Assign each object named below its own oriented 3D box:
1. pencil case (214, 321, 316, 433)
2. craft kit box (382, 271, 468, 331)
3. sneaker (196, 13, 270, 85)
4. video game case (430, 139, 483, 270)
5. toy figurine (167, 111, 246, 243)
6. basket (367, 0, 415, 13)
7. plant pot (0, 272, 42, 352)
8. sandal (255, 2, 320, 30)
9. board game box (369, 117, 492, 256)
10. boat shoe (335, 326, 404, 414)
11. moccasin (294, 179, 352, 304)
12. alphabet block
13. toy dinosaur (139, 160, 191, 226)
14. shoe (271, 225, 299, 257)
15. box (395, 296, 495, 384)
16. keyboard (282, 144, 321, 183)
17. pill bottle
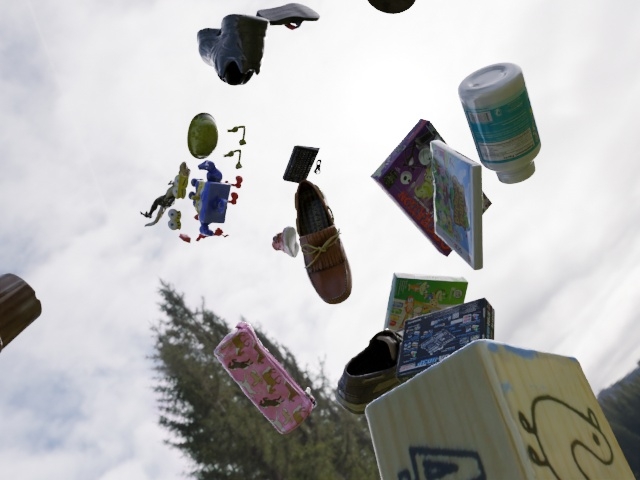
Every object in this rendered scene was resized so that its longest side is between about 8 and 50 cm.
[{"bbox_3d":[-0.188,0.456,1.934,0.167,0.386,0.160,-42,-5,-17],"label":"pencil case"},{"bbox_3d":[0.342,0.234,1.908,0.247,0.061,0.249,3,-72,-12],"label":"craft kit box"},{"bbox_3d":[-0.197,-0.392,1.235,0.109,0.286,0.130,-1,-83,-25],"label":"sneaker"},{"bbox_3d":[0.268,-0.074,1.144,0.023,0.193,0.212,-12,-65,-8],"label":"video game case"},{"bbox_3d":[-0.265,-0.138,1.532,0.191,0.217,0.362,7,-75,-31],"label":"toy figurine"},{"bbox_3d":[0.184,-0.641,1.330,0.154,0.205,0.226,79,-153,-53],"label":"basket"},{"bbox_3d":[-0.696,0.160,1.215,0.165,0.167,0.166,-52,-18,-51],"label":"plant pot"},{"bbox_3d":[-0.077,-0.508,1.324,0.179,0.067,0.040,-24,-29,-38],"label":"sandal"},{"bbox_3d":[0.307,-0.134,1.556,0.208,0.056,0.347,-48,-58,0],"label":"board game box"},{"bbox_3d":[0.183,0.301,1.477,0.355,0.132,0.130,-32,-42,-38],"label":"boat shoe"},{"bbox_3d":[0.003,-0.001,1.648,0.139,0.379,0.147,-12,-23,10],"label":"moccasin"},{"bbox_3d":[0.191,0.243,0.619,0.193,0.197,0.193,14,-43,-34],"label":"alphabet block"},{"bbox_3d":[-0.461,-0.109,1.695,0.268,0.064,0.118,-47,8,22],"label":"toy dinosaur"},{"bbox_3d":[-0.122,-0.002,1.876,0.178,0.081,0.063,77,-146,-64],"label":"shoe"},{"bbox_3d":[0.286,0.234,1.322,0.220,0.175,0.051,-23,-59,32],"label":"box"},{"bbox_3d":[-0.045,-0.223,1.737,0.108,0.023,0.180,4,-28,-15],"label":"keyboard"},{"bbox_3d":[0.419,-0.260,1.328,0.146,0.146,0.264,-37,-57,-13],"label":"pill bottle"}]
